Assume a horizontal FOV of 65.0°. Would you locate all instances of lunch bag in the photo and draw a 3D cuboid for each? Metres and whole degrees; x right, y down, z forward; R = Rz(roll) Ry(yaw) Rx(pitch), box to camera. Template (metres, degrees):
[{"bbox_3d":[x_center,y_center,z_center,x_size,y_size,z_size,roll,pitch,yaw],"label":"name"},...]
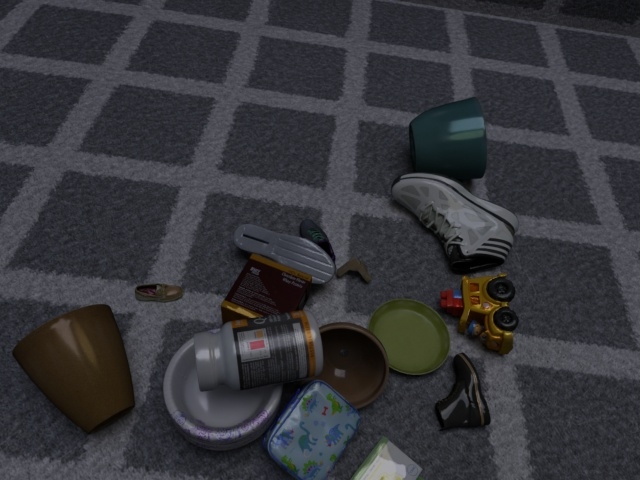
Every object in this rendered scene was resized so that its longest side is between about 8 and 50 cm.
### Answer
[{"bbox_3d":[-0.023,0.460,1.219,0.176,0.090,0.219,40,66,-3],"label":"lunch bag"}]

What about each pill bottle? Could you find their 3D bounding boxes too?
[{"bbox_3d":[-0.144,0.257,1.160,0.279,0.162,0.162,-7,54,-13],"label":"pill bottle"}]

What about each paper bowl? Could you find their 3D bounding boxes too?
[{"bbox_3d":[-0.238,0.373,1.251,0.285,0.148,0.284,3,53,-4],"label":"paper bowl"}]

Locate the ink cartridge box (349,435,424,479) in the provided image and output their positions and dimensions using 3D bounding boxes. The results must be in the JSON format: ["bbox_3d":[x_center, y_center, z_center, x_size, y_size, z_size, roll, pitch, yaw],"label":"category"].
[{"bbox_3d":[0.190,0.612,1.188,0.235,0.056,0.171,35,56,21],"label":"ink cartridge box"}]

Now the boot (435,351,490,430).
[{"bbox_3d":[0.360,0.407,1.357,0.137,0.076,0.197,-8,53,-7],"label":"boot"}]

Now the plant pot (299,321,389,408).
[{"bbox_3d":[0.060,0.317,1.328,0.238,0.237,0.110,14,12,3],"label":"plant pot"}]

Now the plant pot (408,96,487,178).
[{"bbox_3d":[0.449,-0.355,1.823,0.235,0.293,0.292,-7,53,6],"label":"plant pot"}]

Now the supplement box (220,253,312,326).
[{"bbox_3d":[-0.150,0.174,1.426,0.192,0.129,0.194,20,54,8],"label":"supplement box"}]

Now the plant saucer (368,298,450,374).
[{"bbox_3d":[0.254,0.281,1.457,0.241,0.037,0.240,4,53,-5],"label":"plant saucer"}]

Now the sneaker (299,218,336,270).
[{"bbox_3d":[0.000,0.000,1.597,0.083,0.098,0.223,-16,57,-19],"label":"sneaker"}]

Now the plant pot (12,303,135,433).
[{"bbox_3d":[-0.563,0.323,1.217,0.237,0.237,0.254,-30,76,-26],"label":"plant pot"}]

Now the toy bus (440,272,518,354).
[{"bbox_3d":[0.462,0.213,1.481,0.212,0.149,0.220,0,55,9],"label":"toy bus"}]

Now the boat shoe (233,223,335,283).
[{"bbox_3d":[-0.103,0.037,1.540,0.335,0.119,0.121,25,84,14],"label":"boat shoe"}]

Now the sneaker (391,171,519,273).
[{"bbox_3d":[0.420,-0.054,1.650,0.448,0.169,0.257,24,52,7],"label":"sneaker"}]

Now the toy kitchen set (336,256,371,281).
[{"bbox_3d":[0.107,0.100,1.584,0.083,0.075,0.068,50,14,-10],"label":"toy kitchen set"}]

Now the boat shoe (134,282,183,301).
[{"bbox_3d":[-0.469,0.148,1.455,0.136,0.045,0.050,-4,54,-11],"label":"boat shoe"}]
